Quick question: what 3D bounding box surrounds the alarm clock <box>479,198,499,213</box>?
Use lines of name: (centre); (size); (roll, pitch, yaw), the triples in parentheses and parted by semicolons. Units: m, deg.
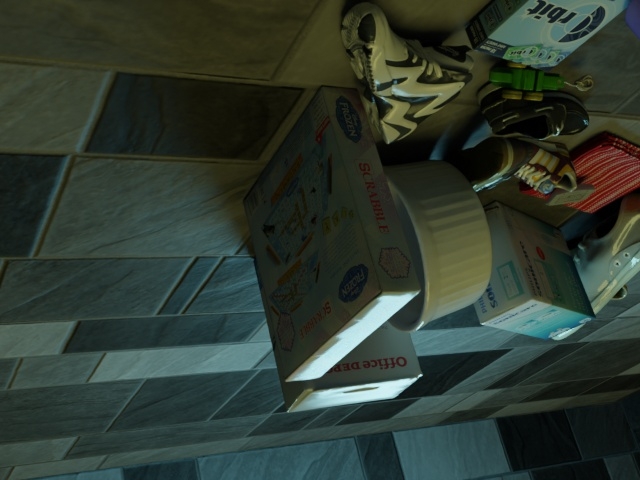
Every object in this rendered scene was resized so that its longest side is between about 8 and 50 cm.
alarm clock: (0.222, -0.041, 1.623); (0.192, 0.064, 0.129); (-5, 154, -27)

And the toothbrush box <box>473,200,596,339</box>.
toothbrush box: (0.410, 0.067, 1.779); (0.126, 0.217, 0.295); (-32, 150, 32)

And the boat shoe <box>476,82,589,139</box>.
boat shoe: (0.337, -0.186, 1.364); (0.233, 0.079, 0.084); (4, 148, -39)

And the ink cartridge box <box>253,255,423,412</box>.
ink cartridge box: (0.024, 0.137, 1.593); (0.223, 0.308, 0.129); (-4, 153, -22)

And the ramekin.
ramekin: (0.163, -0.001, 1.438); (0.135, 0.277, 0.277); (-15, 157, -19)

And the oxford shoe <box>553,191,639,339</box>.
oxford shoe: (0.605, 0.054, 1.908); (0.169, 0.130, 0.449); (-46, 167, -43)

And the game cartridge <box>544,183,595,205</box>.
game cartridge: (0.470, -0.087, 1.653); (0.083, 0.017, 0.056); (-8, 162, -15)

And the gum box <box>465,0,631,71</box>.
gum box: (0.307, -0.302, 1.137); (0.156, 0.041, 0.184); (4, 148, -38)

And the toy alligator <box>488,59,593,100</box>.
toy alligator: (0.311, -0.234, 1.281); (0.189, 0.056, 0.051); (-2, -165, -28)

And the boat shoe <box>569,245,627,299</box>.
boat shoe: (0.648, 0.083, 2.085); (0.109, 0.098, 0.302); (-31, 151, 32)

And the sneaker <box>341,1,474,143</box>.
sneaker: (0.122, -0.237, 1.127); (0.153, 0.094, 0.235); (-29, 140, -4)

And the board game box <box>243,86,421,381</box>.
board game box: (0.000, 0.000, 1.277); (0.065, 0.318, 0.319); (-1, 153, -28)

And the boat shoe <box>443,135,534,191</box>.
boat shoe: (0.263, -0.116, 1.408); (0.073, 0.080, 0.223); (-2, 172, -17)

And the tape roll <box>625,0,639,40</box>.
tape roll: (0.493, -0.312, 1.122); (0.189, 0.080, 0.189); (-27, 161, -10)

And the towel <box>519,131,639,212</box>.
towel: (0.526, -0.118, 1.671); (0.274, 0.031, 0.198); (11, 146, -44)

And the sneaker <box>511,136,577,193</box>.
sneaker: (0.367, -0.123, 1.503); (0.185, 0.084, 0.069); (-1, 152, -29)
